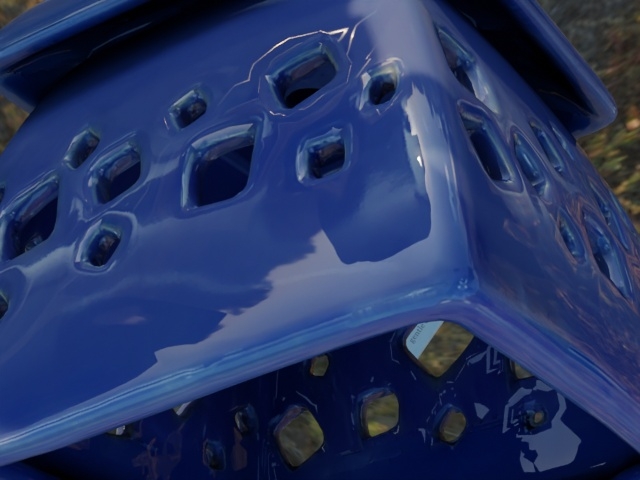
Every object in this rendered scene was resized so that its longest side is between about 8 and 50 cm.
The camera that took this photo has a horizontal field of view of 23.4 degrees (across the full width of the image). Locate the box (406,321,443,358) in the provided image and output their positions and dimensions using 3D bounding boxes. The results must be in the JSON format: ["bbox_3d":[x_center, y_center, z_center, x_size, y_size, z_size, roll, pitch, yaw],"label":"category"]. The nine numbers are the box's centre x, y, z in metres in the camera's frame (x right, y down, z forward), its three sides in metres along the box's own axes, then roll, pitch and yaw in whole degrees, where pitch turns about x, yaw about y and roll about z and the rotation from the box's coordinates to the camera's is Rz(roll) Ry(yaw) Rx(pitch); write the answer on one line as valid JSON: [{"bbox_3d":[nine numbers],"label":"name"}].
[{"bbox_3d":[0.060,-0.016,1.189,0.119,0.182,0.181,36,87,-7],"label":"box"}]

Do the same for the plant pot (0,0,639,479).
[{"bbox_3d":[0.000,0.000,0.617,0.236,0.236,0.212,-20,59,27],"label":"plant pot"}]
